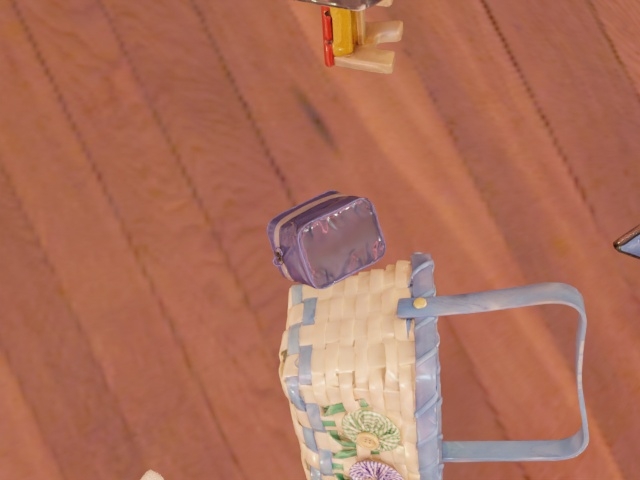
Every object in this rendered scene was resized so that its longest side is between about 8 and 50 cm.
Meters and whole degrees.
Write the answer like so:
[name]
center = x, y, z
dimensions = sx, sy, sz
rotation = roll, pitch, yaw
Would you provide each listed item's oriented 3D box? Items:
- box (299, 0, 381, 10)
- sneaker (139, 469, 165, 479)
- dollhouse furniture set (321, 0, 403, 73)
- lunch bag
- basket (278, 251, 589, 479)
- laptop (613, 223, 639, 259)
[box]
center = 0.014, -0.270, 0.588
dimensions = 0.183, 0.296, 0.294
rotation = 14, 118, 24
[sneaker]
center = -0.155, 0.307, 1.366
dimensions = 0.121, 0.217, 0.079
rotation = 35, 143, 1
[dollhouse furniture set]
center = 0.011, -0.373, 1.559
dimensions = 0.152, 0.201, 0.374
rotation = 7, 135, 10
[lunch bag]
center = 0.000, 0.000, 1.444
dimensions = 0.098, 0.065, 0.067
rotation = -25, 110, -26
[basket]
center = 0.114, 0.141, 1.554
dimensions = 0.289, 0.201, 0.254
rotation = -8, 136, 5
[laptop]
center = 0.458, 0.052, 0.879
dimensions = 0.382, 0.236, 0.408
rotation = -39, 81, 42
